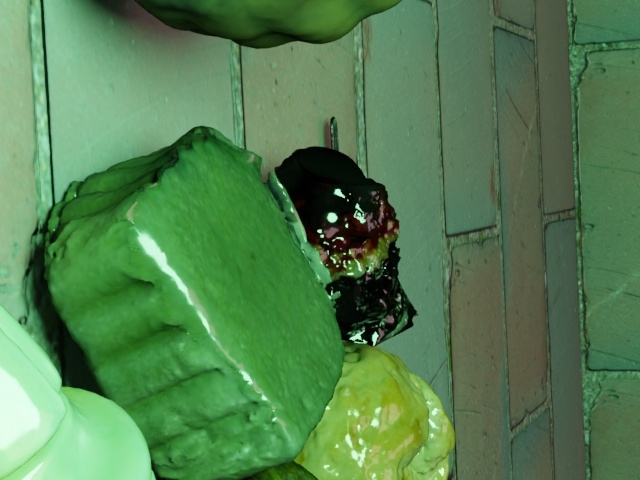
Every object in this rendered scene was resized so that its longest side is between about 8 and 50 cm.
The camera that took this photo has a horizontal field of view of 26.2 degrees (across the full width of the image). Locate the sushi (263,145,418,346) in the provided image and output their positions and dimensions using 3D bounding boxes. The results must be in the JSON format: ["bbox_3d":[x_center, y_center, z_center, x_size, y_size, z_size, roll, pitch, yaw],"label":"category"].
[{"bbox_3d":[0.000,0.000,1.228,0.172,0.153,0.150,-22,131,-47],"label":"sushi"}]

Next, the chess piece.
[{"bbox_3d":[-0.198,0.054,0.674,0.176,0.175,0.298,-65,145,-50],"label":"chess piece"}]

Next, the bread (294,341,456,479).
[{"bbox_3d":[0.046,0.217,1.335,0.244,0.134,0.244,7,90,-66],"label":"bread"}]

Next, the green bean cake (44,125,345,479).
[{"bbox_3d":[-0.085,0.040,0.984,0.227,0.125,0.222,63,23,-12],"label":"green bean cake"}]

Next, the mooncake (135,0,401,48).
[{"bbox_3d":[-0.039,-0.274,0.965,0.161,0.290,0.290,21,69,-72],"label":"mooncake"}]

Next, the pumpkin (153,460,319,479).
[{"bbox_3d":[-0.064,0.264,1.034,0.223,0.157,0.224,27,57,-49],"label":"pumpkin"}]

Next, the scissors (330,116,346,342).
[{"bbox_3d":[0.023,0.027,1.464,0.160,0.024,0.318,-19,106,-66],"label":"scissors"}]
